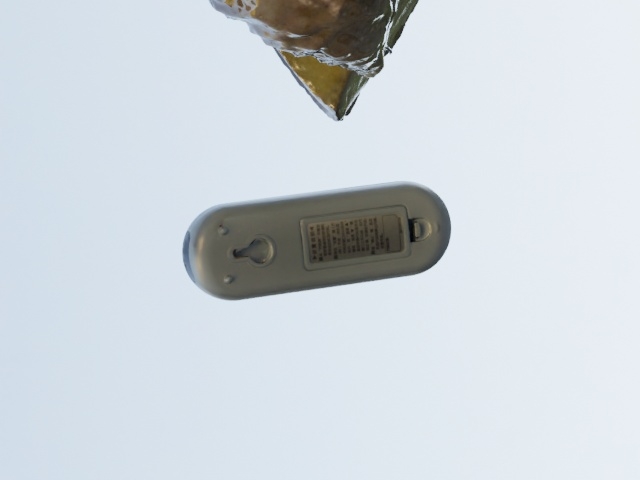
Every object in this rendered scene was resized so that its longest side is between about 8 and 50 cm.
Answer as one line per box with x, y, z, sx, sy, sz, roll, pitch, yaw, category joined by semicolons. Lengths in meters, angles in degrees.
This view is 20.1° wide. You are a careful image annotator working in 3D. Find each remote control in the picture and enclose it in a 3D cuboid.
0.000;0.000;1.581;0.244;0.047;0.087;-8;-81;-16;remote control

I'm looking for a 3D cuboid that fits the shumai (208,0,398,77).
0.022;-0.298;1.229;0.217;0.346;0.283;31;-66;-20;shumai

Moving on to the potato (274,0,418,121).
0.042;-0.266;1.505;0.255;0.269;0.112;-35;-13;2;potato
